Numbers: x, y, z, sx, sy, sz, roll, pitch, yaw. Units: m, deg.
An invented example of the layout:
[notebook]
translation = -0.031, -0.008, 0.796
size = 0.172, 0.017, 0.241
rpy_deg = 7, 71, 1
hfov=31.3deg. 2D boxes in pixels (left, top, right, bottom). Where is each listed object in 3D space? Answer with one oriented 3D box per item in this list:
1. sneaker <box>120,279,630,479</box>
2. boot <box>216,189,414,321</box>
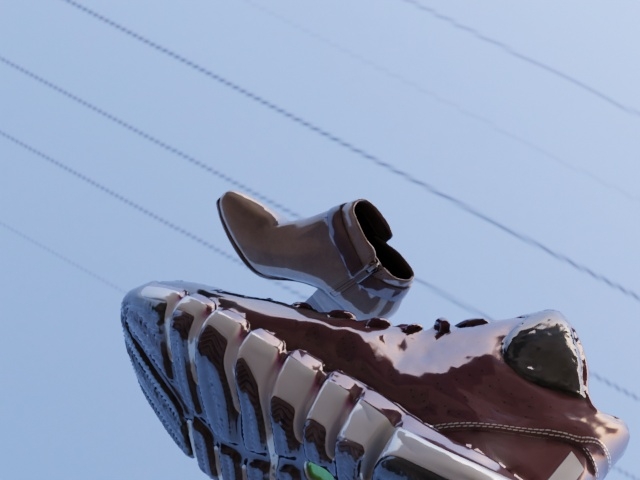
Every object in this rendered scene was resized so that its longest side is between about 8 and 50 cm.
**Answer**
[sneaker]
translation = 0.033, 0.075, 0.606
size = 0.281, 0.106, 0.162
rpy_deg = 27, -138, 36
[boot]
translation = 0.000, 0.000, 0.655
size = 0.118, 0.087, 0.042
rpy_deg = 47, -132, -2
